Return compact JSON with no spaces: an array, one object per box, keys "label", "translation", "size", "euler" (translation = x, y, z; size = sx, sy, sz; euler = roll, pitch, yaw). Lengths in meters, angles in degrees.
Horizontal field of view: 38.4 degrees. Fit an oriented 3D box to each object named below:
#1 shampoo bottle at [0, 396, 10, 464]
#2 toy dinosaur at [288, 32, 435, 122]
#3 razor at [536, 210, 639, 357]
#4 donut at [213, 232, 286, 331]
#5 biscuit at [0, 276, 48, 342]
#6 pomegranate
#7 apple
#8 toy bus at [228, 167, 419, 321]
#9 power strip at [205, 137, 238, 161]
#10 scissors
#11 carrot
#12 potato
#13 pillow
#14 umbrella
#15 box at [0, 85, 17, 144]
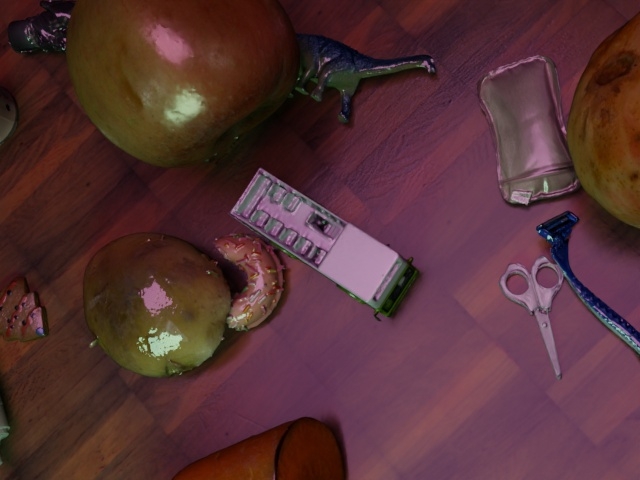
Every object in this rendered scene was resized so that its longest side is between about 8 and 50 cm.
[{"label":"shampoo bottle","translation":[-0.605,0.247,1.579],"size":[0.092,0.092,0.303],"euler":[-26,77,9]},{"label":"toy dinosaur","translation":[0.002,-0.291,1.523],"size":[0.363,0.076,0.147],"euler":[21,77,17]},{"label":"razor","translation":[0.432,0.103,1.363],"size":[0.324,0.093,0.056],"euler":[54,133,12]},{"label":"donut","translation":[-0.114,0.060,1.498],"size":[0.117,0.065,0.166],"euler":[-17,79,12]},{"label":"biscuit","translation":[-0.530,0.130,1.615],"size":[0.130,0.019,0.119],"euler":[28,89,16]},{"label":"pomegranate","translation":[0.514,-0.159,1.261],"size":[0.338,0.338,0.338],"euler":[-2,81,14]},{"label":"apple","translation":[-0.212,-0.288,1.406],"size":[0.338,0.338,0.305],"euler":[-37,88,6]},{"label":"toy bus","translation":[0.000,0.000,1.439],"size":[0.302,0.139,0.113],"euler":[32,88,18]},{"label":"power strip","translation":[-0.222,-0.175,1.574],"size":[0.175,0.042,0.075],"euler":[0,80,14]},{"label":"scissors","translation":[0.338,0.119,1.400],"size":[0.100,0.015,0.189],"euler":[-15,79,9]},{"label":"carrot","translation":[-0.130,0.414,1.374],"size":[0.331,0.193,0.214],"euler":[-23,32,14]},{"label":"potato","translation":[-0.297,0.102,1.486],"size":[0.299,0.116,0.239],"euler":[19,94,31]},{"label":"pillow","translation":[0.325,-0.172,1.437],"size":[0.131,0.038,0.232],"euler":[-15,77,15]},{"label":"umbrella","translation":[-0.403,-0.396,1.616],"size":[0.337,0.128,0.154],"euler":[9,86,18]},{"label":"box","translation":[-0.625,-0.236,1.639],"size":[0.151,0.135,0.151],"euler":[-1,84,14]}]
